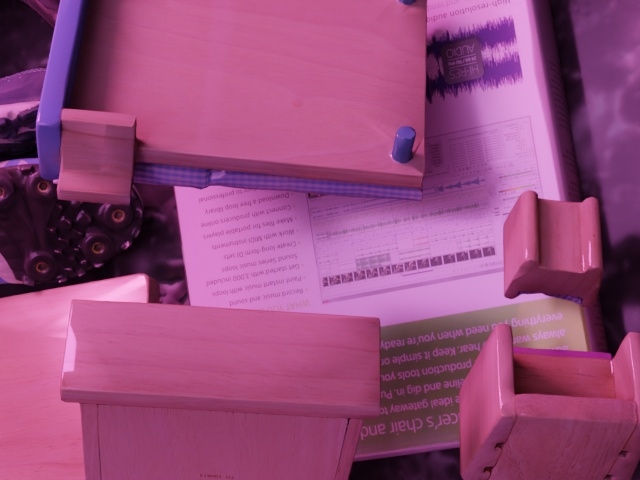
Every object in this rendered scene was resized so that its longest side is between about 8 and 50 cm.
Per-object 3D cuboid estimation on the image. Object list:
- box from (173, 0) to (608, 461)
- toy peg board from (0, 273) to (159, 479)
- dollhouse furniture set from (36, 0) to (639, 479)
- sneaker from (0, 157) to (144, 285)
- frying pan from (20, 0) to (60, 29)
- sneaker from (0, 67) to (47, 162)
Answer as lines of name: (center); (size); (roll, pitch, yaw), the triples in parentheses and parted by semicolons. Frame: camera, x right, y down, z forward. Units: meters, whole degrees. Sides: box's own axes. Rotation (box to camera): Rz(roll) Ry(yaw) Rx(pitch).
box: (0.028, -0.037, 0.854); (0.232, 0.058, 0.322); (-11, 81, 21)
toy peg board: (-0.158, 0.118, 0.918); (0.161, 0.079, 0.160); (-10, 67, 21)
dollhouse furniture set: (0.000, 0.000, 0.796); (0.286, 0.198, 0.303); (4, 56, -4)
sneaker: (-0.224, -0.007, 0.938); (0.237, 0.086, 0.085); (-12, 111, 9)
frying pan: (-0.200, -0.210, 0.950); (0.326, 0.053, 0.197); (17, 79, 18)
sneaker: (-0.284, -0.095, 0.958); (0.283, 0.110, 0.122); (-6, 80, 21)
